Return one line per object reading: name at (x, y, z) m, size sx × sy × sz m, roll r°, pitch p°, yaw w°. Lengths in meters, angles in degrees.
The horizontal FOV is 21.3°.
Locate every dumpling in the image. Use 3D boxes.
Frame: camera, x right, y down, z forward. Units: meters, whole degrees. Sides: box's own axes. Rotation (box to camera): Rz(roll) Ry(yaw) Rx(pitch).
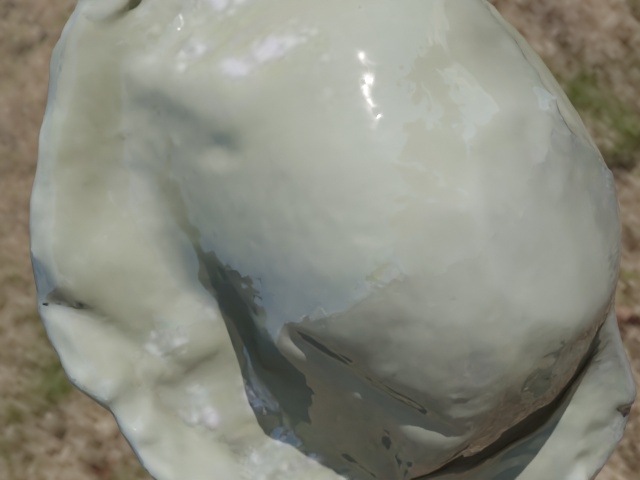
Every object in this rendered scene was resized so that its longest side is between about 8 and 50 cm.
dumpling at (0.000, 0.000, 0.573) m, size 0.193 × 0.258 × 0.147 m, roll -25°, pitch 13°, yaw -12°
